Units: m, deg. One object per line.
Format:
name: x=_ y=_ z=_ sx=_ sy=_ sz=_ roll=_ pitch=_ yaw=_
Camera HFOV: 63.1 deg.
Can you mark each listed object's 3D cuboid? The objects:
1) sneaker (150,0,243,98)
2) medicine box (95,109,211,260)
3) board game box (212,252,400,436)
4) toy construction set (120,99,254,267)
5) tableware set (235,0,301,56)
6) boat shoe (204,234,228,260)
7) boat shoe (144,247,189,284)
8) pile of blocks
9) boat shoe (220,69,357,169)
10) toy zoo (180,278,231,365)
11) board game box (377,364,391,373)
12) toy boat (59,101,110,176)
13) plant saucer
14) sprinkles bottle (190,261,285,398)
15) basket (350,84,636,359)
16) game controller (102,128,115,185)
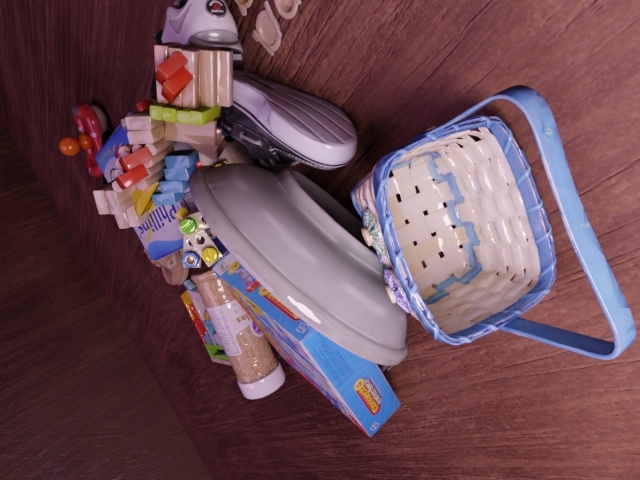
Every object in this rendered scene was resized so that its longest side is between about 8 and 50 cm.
sneaker: x=-0.236 y=-0.354 z=0.956 sx=0.330 sy=0.122 sz=0.146 roll=-11 pitch=89 yaw=56
medicine box: x=-0.345 y=-0.130 z=1.191 sx=0.263 sy=0.149 sz=0.289 roll=-20 pitch=100 yaw=50
board game box: x=-0.028 y=0.175 z=0.962 sx=0.302 sy=0.086 sz=0.308 roll=28 pitch=155 yaw=48
toy construction set: x=-0.226 y=-0.121 z=0.988 sx=0.151 sy=0.214 sz=0.328 roll=-116 pitch=4 yaw=-70
tableware set: x=-0.086 y=-0.379 z=0.797 sx=0.141 sy=0.020 sz=0.168 roll=59 pitch=147 yaw=3
boat shoe: x=-0.217 y=0.002 z=1.227 sx=0.183 sy=0.066 sz=0.066 roll=-18 pitch=100 yaw=58
boat shoe: x=-0.470 y=0.016 z=1.547 sx=0.121 sy=0.110 sz=0.341 roll=39 pitch=142 yaw=30
pile of blocks: x=-0.249 y=-0.140 z=0.825 sx=0.148 sy=0.113 sz=0.362 roll=31 pitch=117 yaw=-4
boat shoe: x=-0.059 y=-0.172 z=0.826 sx=0.335 sy=0.121 sz=0.119 roll=42 pitch=132 yaw=44
toy zoo: x=-0.359 y=0.257 z=1.653 sx=0.192 sy=0.030 sz=0.293 roll=-13 pitch=103 yaw=57
board game box: x=0.066 y=0.153 z=0.931 sx=0.170 sy=0.048 sz=0.141 roll=46 pitch=164 yaw=23
toy boat: x=-0.737 y=-0.306 z=1.631 sx=0.151 sy=0.151 sz=0.231 roll=24 pitch=132 yaw=44
plant saucer: x=0.000 y=0.000 z=0.757 sx=0.400 sy=0.400 sz=0.100 roll=45 pitch=101 yaw=23
sprinkles bottle: x=-0.208 y=0.224 z=1.334 sx=0.121 sy=0.121 sz=0.356 roll=-4 pitch=111 yaw=55
basket: x=0.168 y=-0.007 z=0.561 sx=0.255 sy=0.201 sz=0.289 roll=66 pitch=157 yaw=-6
game controller: x=-0.587 y=-0.195 z=1.575 sx=0.166 sy=0.067 sz=0.319 roll=46 pitch=146 yaw=8
